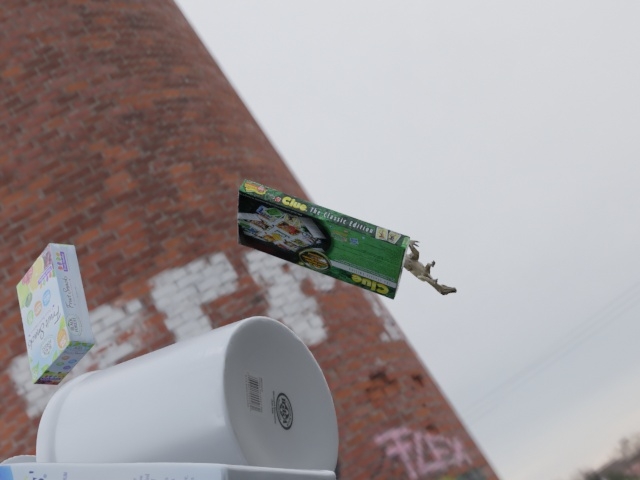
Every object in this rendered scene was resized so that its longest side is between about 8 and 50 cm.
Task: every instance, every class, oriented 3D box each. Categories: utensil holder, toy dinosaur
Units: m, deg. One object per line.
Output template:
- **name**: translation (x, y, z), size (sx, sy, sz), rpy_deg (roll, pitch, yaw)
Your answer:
- **utensil holder**: translation (-0.209, 0.324, 1.760), size (0.385, 0.328, 0.327), rpy_deg (-22, -16, 28)
- **toy dinosaur**: translation (0.161, 0.040, 1.923), size (0.053, 0.183, 0.092), rpy_deg (-43, -21, -12)

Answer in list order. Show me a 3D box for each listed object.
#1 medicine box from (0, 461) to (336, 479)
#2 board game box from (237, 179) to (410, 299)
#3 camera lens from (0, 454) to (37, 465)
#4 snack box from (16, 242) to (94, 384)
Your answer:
- **medicine box**: translation (-0.163, 0.319, 1.173), size (0.289, 0.149, 0.263), rpy_deg (-6, -15, 24)
- **board game box**: translation (0.000, 0.000, 1.604), size (0.136, 0.259, 0.030), rpy_deg (99, -166, -52)
- **camera lens**: translation (-0.578, 0.571, 2.029), size (0.219, 0.219, 0.274), rpy_deg (1, -53, -54)
- **snack box**: translation (-0.320, 0.088, 1.295), size (0.037, 0.141, 0.100), rpy_deg (8, -39, -39)
